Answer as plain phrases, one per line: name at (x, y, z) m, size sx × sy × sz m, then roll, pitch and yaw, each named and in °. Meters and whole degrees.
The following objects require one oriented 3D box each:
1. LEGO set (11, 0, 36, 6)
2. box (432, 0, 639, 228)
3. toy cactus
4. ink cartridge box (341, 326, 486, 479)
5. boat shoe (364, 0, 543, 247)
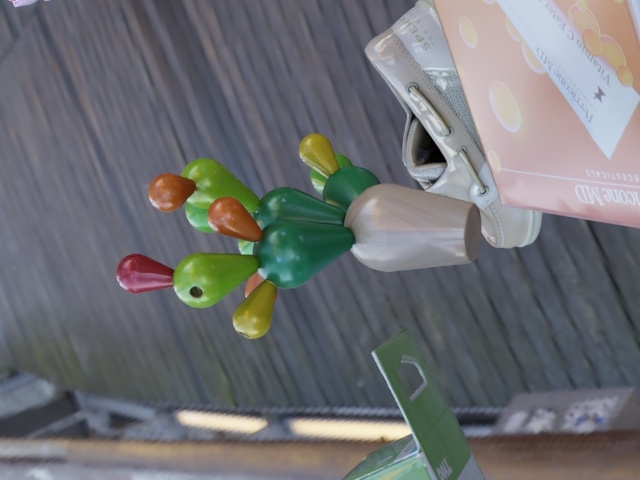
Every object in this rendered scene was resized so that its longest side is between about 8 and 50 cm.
LEGO set at (-0.253, -0.319, 0.985) m, size 0.132 × 0.107 × 0.287 m, roll -32°, pitch 87°, yaw 29°
box at (0.166, -0.198, 0.758) m, size 0.215 × 0.168 × 0.345 m, roll 15°, pitch 129°, yaw 68°
toy cactus at (0.000, 0.000, 0.772) m, size 0.180 × 0.219 × 0.112 m, roll 4°, pitch 100°, yaw 23°
ink cartridge box at (0.060, 0.158, 0.720) m, size 0.209 × 0.062 × 0.109 m, roll 64°, pitch -165°, yaw 3°
boat shoe at (0.114, -0.084, 1.158) m, size 0.109 × 0.098 × 0.302 m, roll 53°, pitch 174°, yaw 39°
